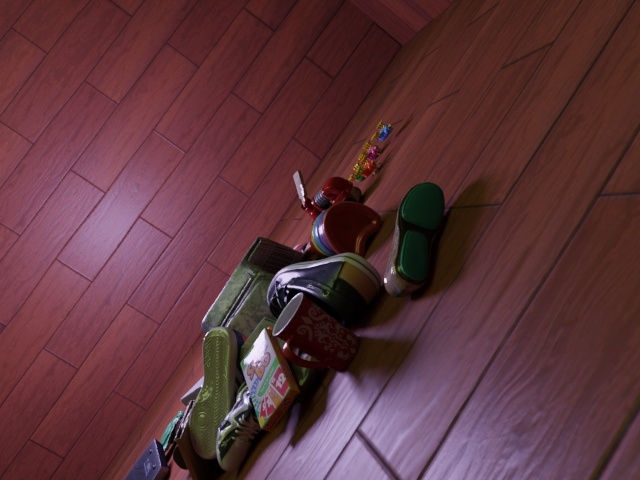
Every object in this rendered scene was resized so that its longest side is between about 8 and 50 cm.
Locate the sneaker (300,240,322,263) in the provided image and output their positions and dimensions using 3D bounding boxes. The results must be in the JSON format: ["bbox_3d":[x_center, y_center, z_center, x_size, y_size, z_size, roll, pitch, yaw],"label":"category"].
[{"bbox_3d":[0.000,0.000,2.035,0.225,0.088,0.092,-52,10,11],"label":"sneaker"}]

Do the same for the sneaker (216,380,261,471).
[{"bbox_3d":[-0.176,0.459,1.390,0.153,0.094,0.235,-29,30,58],"label":"sneaker"}]

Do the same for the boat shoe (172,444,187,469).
[{"bbox_3d":[-0.374,0.634,1.753,0.257,0.095,0.095,-48,-10,35],"label":"boat shoe"}]

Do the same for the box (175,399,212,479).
[{"bbox_3d":[-0.345,0.576,1.551,0.021,0.201,0.164,-12,20,5],"label":"box"}]

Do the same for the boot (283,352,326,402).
[{"bbox_3d":[-0.073,0.337,1.364,0.106,0.082,0.219,-57,13,-27],"label":"boot"}]

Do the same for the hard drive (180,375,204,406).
[{"bbox_3d":[-0.328,0.435,1.985,0.353,0.047,0.233,-44,2,-40],"label":"hard drive"}]

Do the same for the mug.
[{"bbox_3d":[-0.014,0.223,1.233,0.150,0.169,0.113,-60,13,-24],"label":"mug"}]

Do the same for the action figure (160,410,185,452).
[{"bbox_3d":[-0.605,0.792,2.236,0.137,0.063,0.232,-43,20,52],"label":"action figure"}]

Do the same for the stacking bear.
[{"bbox_3d":[0.045,-0.015,1.751,0.175,0.164,0.289,-58,7,-18],"label":"stacking bear"}]

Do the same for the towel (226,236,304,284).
[{"bbox_3d":[-0.208,0.157,1.989,0.324,0.056,0.312,-58,-31,4],"label":"towel"}]

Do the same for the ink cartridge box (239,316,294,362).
[{"bbox_3d":[-0.132,0.281,1.571,0.209,0.109,0.062,-51,-24,-58],"label":"ink cartridge box"}]

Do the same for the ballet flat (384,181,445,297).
[{"bbox_3d":[0.197,-0.003,1.226,0.316,0.108,0.106,-64,1,-41],"label":"ballet flat"}]

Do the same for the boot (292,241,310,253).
[{"bbox_3d":[-0.106,0.105,2.174,0.244,0.088,0.176,-54,12,-17],"label":"boot"}]

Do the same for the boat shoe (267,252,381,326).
[{"bbox_3d":[-0.031,0.162,1.462,0.156,0.187,0.500,-54,15,-28],"label":"boat shoe"}]

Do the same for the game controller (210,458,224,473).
[{"bbox_3d":[-0.211,0.492,1.565,0.319,0.067,0.166,-56,26,-5],"label":"game controller"}]

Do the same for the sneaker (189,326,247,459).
[{"bbox_3d":[-0.261,0.420,1.547,0.148,0.131,0.350,30,-113,-64],"label":"sneaker"}]

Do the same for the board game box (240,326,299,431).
[{"bbox_3d":[-0.130,0.323,1.353,0.124,0.039,0.259,-56,29,12],"label":"board game box"}]

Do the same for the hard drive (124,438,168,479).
[{"bbox_3d":[-0.652,0.885,2.054,0.254,0.054,0.172,-55,33,4],"label":"hard drive"}]

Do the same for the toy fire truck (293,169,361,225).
[{"bbox_3d":[0.007,-0.173,2.106,0.217,0.246,0.158,-46,14,36],"label":"toy fire truck"}]

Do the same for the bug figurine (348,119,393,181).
[{"bbox_3d":[0.205,-0.337,2.228,0.279,0.072,0.216,-65,9,-25],"label":"bug figurine"}]

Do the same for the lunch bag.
[{"bbox_3d":[-0.193,0.244,1.798,0.256,0.212,0.305,27,80,38],"label":"lunch bag"}]
